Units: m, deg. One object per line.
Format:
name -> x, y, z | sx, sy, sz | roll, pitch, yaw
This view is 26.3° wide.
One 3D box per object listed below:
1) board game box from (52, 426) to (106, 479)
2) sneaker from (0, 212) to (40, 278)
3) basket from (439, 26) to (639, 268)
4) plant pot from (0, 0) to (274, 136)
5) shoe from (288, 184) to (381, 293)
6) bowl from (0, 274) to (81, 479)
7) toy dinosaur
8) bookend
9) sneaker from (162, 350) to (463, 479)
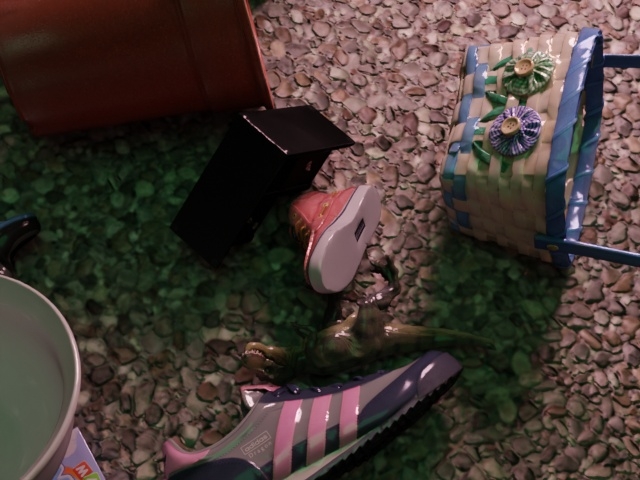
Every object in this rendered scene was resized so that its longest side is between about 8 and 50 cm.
board game box -> -0.295, 0.301, 1.332 | 0.212, 0.039, 0.160 | -27, 67, -15
sneaker -> -0.351, 0.053, 1.442 | 0.078, 0.067, 0.188 | 31, 69, -1
basket -> 0.280, -0.092, 1.449 | 0.289, 0.201, 0.254 | 7, 63, 12
plant pot -> -0.210, -0.239, 1.487 | 0.265, 0.272, 0.272 | -15, 66, 0
shoe -> 0.000, 0.000, 1.440 | 0.081, 0.063, 0.178 | -3, 30, 25
bowl -> -0.358, 0.183, 1.303 | 0.298, 0.134, 0.297 | -4, 50, 5
toy dinosaur -> 0.041, 0.084, 1.441 | 0.268, 0.064, 0.118 | -8, 68, -11
bookend -> -0.062, -0.061, 1.485 | 0.072, 0.156, 0.157 | 41, 114, 16
sneaker -> -0.010, 0.175, 1.362 | 0.319, 0.112, 0.131 | -31, 72, -16
